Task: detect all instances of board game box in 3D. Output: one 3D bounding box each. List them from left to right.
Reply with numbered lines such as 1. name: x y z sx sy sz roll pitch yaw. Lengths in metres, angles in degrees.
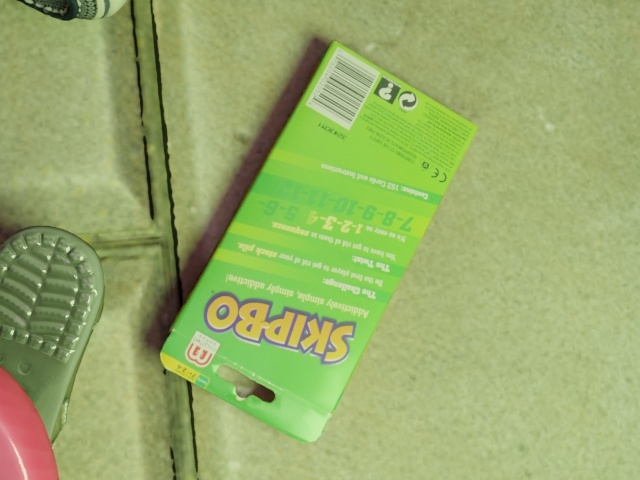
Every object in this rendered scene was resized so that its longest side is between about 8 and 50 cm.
1. board game box: 0.000 0.000 0.746 0.124 0.039 0.259 30 74 -7

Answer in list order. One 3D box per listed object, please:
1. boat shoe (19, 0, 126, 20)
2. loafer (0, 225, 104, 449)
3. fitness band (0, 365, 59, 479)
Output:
1. boat shoe: -0.293 -0.203 0.657 0.340 0.127 0.158 32 68 2
2. loafer: -0.196 0.109 0.659 0.094 0.087 0.251 29 94 0
3. fitness band: -0.290 0.145 0.598 0.290 0.054 0.209 0 97 8
